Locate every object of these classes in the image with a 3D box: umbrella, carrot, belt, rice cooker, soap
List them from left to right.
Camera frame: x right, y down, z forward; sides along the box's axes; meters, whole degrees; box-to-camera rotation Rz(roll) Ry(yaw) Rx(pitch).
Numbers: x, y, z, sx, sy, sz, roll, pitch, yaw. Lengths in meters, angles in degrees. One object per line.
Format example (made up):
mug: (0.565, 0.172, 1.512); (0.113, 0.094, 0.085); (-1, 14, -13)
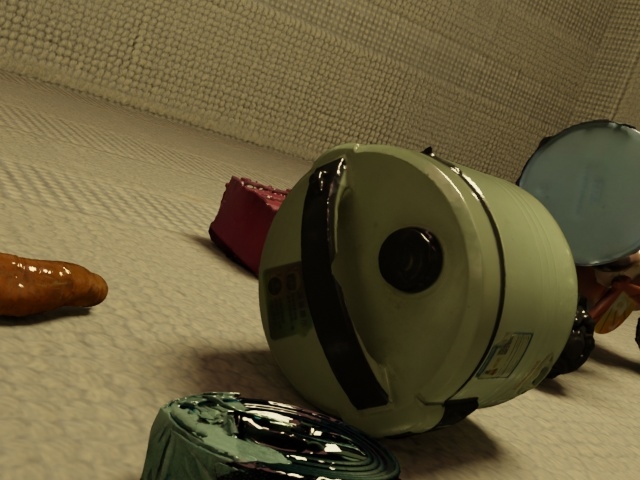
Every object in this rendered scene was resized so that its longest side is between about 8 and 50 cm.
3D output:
carrot: (-0.241, 0.027, 0.542); (0.059, 0.059, 0.248); (27, 9, 37)
belt: (-0.024, 0.122, 0.417); (0.140, 0.058, 0.105); (15, 7, -21)
soap: (0.000, 0.000, 1.037); (0.250, 0.099, 0.162); (11, 12, -38)
rice cooker: (0.074, 0.041, 0.639); (0.226, 0.226, 0.244); (26, 10, 36)
umbrella: (0.212, 0.087, 1.021); (0.118, 0.118, 0.340); (14, 2, -30)

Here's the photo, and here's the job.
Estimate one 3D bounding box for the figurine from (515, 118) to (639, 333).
figurine: (0.393, -0.003, 1.111); (0.248, 0.277, 0.388); (14, -7, 36)

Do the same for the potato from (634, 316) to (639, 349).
potato: (0.591, 0.153, 1.209); (0.165, 0.165, 0.262); (27, 7, 39)
